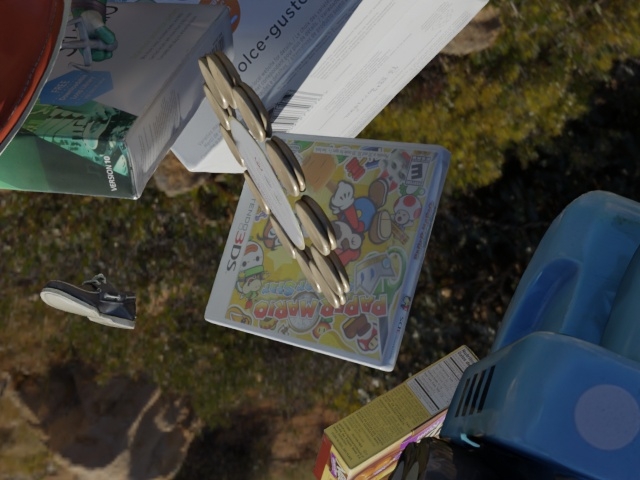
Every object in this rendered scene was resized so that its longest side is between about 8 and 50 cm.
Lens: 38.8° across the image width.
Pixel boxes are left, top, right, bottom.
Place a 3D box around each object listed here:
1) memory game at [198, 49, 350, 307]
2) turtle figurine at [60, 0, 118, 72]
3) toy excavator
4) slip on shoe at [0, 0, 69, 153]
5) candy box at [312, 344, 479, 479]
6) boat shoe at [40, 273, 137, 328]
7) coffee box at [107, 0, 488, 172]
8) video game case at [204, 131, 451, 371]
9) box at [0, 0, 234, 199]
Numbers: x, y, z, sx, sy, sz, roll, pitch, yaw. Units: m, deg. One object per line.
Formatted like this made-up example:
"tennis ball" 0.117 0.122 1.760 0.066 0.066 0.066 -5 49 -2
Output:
"memory game" -0.030 -0.038 0.590 0.012 0.186 0.186 -30 135 -10
"turtle figurine" -0.131 -0.224 0.616 0.118 0.234 0.175 42 126 -5
"toy excavator" 0.194 0.024 0.447 0.222 0.445 0.433 20 168 5
"slip on shoe" -0.189 -0.051 0.324 0.123 0.331 0.101 46 131 -13
"candy box" 0.085 0.194 0.954 0.187 0.053 0.109 -25 152 -24
"boat shoe" -0.342 0.082 1.360 0.075 0.065 0.206 5 164 24
"coffee box" -0.061 -0.308 1.054 0.337 0.334 0.338 -44 167 19
"video game case" 0.000 0.000 0.870 0.227 0.206 0.026 10 171 39
"box" -0.256 -0.127 0.727 0.322 0.232 0.058 4 126 12
